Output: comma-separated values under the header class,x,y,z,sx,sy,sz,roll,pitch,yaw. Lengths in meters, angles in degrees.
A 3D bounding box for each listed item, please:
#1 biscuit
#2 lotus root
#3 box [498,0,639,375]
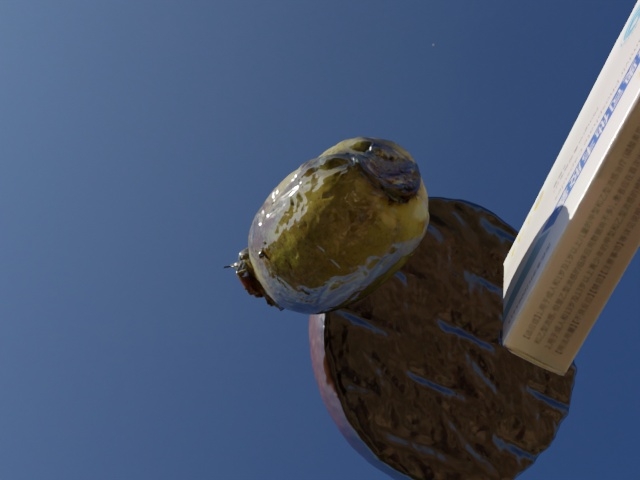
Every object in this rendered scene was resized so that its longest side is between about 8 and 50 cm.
class,x,y,z,sx,sy,sz,roll,pitch,yaw
biscuit,0.168,0.139,1.211,0.407,0.091,0.408,8,-110,-24
lotus root,0.002,0.002,0.901,0.154,0.154,0.278,48,-47,-4
box,0.262,-0.070,0.797,0.065,0.200,0.343,23,-66,2
